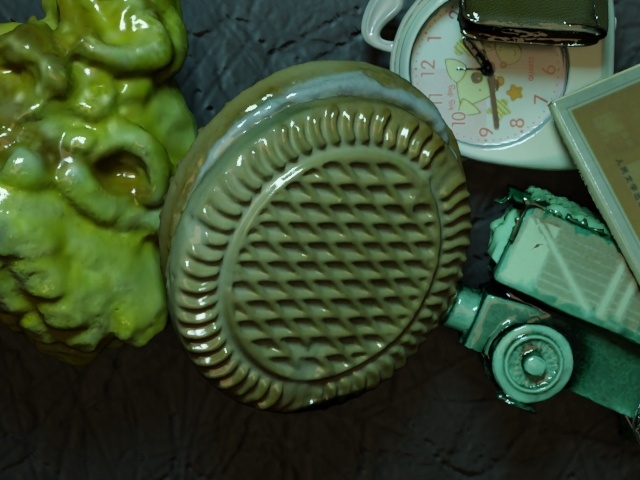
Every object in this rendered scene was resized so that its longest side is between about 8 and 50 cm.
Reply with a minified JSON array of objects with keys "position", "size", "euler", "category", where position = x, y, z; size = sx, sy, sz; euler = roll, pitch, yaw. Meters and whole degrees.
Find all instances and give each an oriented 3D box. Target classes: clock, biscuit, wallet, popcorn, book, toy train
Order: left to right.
[{"position":[-0.189,-0.050,1.325],"size":[0.174,0.225,0.286],"euler":[14,117,40],"category":"popcorn"},{"position":[0.000,0.000,1.324],"size":[0.259,0.079,0.259],"euler":[-14,120,-25],"category":"biscuit"},{"position":[0.125,-0.131,1.404],"size":[0.191,0.062,0.151],"euler":[1,96,1],"category":"clock"},{"position":[0.157,-0.238,1.365],"size":[0.110,0.031,0.198],"euler":[3,69,1],"category":"wallet"},{"position":[0.225,0.070,1.397],"size":[0.269,0.115,0.154],"euler":[24,98,-1],"category":"toy train"},{"position":[0.308,-0.072,1.370],"size":[0.242,0.018,0.170],"euler":[-24,80,-15],"category":"book"}]
